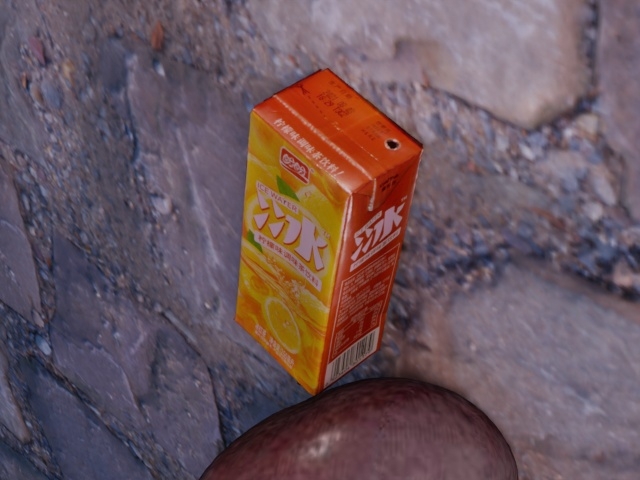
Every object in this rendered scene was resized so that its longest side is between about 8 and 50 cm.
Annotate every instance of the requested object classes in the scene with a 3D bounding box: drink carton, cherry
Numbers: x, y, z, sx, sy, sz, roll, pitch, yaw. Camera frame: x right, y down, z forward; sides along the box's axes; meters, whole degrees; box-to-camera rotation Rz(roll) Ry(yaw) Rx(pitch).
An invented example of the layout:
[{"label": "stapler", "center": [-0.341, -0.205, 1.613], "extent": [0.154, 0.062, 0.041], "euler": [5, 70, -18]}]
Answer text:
[{"label": "drink carton", "center": [0.000, 0.000, 0.866], "extent": [0.096, 0.071, 0.223], "euler": [42, 148, 25]}, {"label": "cherry", "center": [0.032, 0.189, 0.884], "extent": [0.213, 0.266, 0.183], "euler": [114, 152, -56]}]
